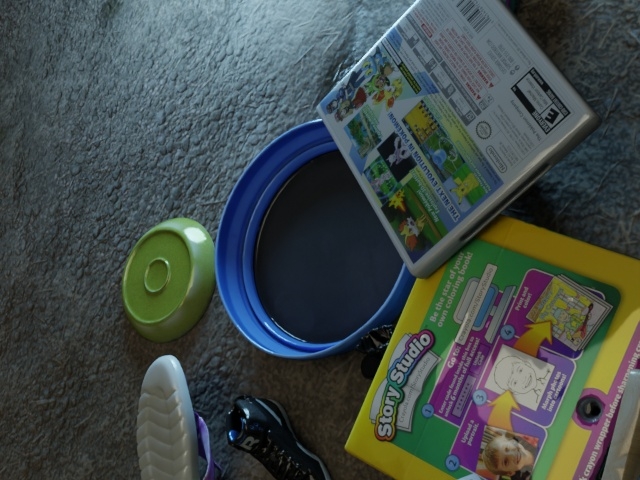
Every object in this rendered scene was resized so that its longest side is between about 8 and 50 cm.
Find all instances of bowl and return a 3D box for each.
[{"bbox_3d":[0.000,0.000,1.430,0.391,0.077,0.390,-12,69,35],"label":"bowl"}]

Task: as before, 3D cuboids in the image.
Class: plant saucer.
[{"bbox_3d":[-0.293,0.069,1.657,0.241,0.037,0.240,-13,68,35],"label":"plant saucer"}]

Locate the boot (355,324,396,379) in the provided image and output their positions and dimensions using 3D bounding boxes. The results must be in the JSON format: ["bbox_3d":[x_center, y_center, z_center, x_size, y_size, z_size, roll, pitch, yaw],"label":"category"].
[{"bbox_3d":[0.087,0.163,1.296,0.121,0.099,0.045,-27,60,28],"label":"boot"}]

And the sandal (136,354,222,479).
[{"bbox_3d":[-0.216,0.395,1.463,0.169,0.102,0.416,-18,78,48],"label":"sandal"}]

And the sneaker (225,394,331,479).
[{"bbox_3d":[-0.076,0.328,1.354,0.079,0.121,0.217,-51,52,14],"label":"sneaker"}]

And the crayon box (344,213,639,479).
[{"bbox_3d":[0.239,0.166,1.112,0.313,0.106,0.362,22,88,38],"label":"crayon box"}]

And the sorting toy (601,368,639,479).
[{"bbox_3d":[0.397,0.286,0.908,0.089,0.257,0.255,8,81,57],"label":"sorting toy"}]

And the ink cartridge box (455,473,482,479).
[{"bbox_3d":[0.207,0.453,0.991,0.069,0.370,0.176,-18,30,-13],"label":"ink cartridge box"}]

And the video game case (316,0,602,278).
[{"bbox_3d":[0.161,-0.166,1.174,0.300,0.036,0.329,-44,54,24],"label":"video game case"}]

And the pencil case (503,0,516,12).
[{"bbox_3d":[0.266,-0.347,1.344,0.070,0.065,0.151,1,76,54],"label":"pencil case"}]
